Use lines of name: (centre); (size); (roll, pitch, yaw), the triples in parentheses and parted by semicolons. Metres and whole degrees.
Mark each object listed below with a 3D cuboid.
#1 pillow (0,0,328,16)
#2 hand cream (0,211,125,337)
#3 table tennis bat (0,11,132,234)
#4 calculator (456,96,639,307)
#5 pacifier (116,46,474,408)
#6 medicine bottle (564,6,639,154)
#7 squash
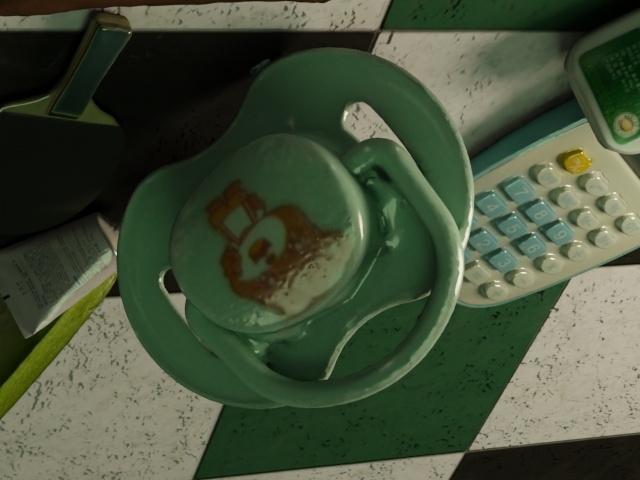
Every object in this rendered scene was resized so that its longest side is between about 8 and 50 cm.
pillow: (-0.090, -0.282, 1.261); (0.308, 0.108, 0.305); (-5, 137, -25)
hand cream: (-0.225, 0.018, 1.625); (0.142, 0.084, 0.053); (-30, 176, 4)
table tennis bat: (-0.228, -0.091, 1.517); (0.154, 0.021, 0.274); (6, 139, -33)
calculator: (0.252, -0.047, 1.788); (0.386, 0.054, 0.256); (-30, 144, 15)
pacifier: (0.000, 0.000, 1.588); (0.343, 0.288, 0.269); (-39, 170, 19)
medicine bottle: (0.318, -0.159, 1.617); (0.183, 0.119, 0.069); (-25, -178, 5)
squash: (-0.330, 0.097, 1.706); (0.288, 0.203, 0.111); (-53, 147, -16)
